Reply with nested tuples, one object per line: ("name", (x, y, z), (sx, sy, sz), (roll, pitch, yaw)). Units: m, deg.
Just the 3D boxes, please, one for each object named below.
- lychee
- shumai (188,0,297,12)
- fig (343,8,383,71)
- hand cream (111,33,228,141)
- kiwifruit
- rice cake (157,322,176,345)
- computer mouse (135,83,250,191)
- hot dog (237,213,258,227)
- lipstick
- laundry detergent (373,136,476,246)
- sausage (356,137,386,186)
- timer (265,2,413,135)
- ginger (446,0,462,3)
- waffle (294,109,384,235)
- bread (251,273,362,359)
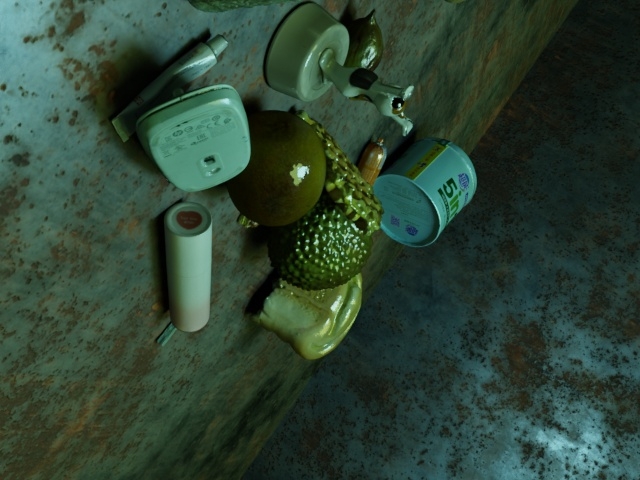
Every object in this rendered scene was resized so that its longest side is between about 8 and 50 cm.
("lychee", (0.000, -0.004, 1.563), (0.270, 0.269, 0.320), (-56, 180, 2))
("shumai", (-0.048, -0.453, 0.817), (0.309, 0.303, 0.264), (-30, 115, -52))
("fig", (0.083, -0.407, 1.313), (0.155, 0.103, 0.109), (113, -4, -56))
("hand cream", (-0.220, -0.230, 0.944), (0.216, 0.038, 0.052), (-45, 137, -15))
("kiwifruit", (-0.088, -0.130, 1.211), (0.196, 0.196, 0.234), (-45, 163, -31))
("rice cake", (-0.324, 0.186, 1.439), (0.121, 0.021, 0.022), (-52, 173, -14))
("computer mouse", (-0.191, -0.168, 0.978), (0.159, 0.097, 0.288), (-22, 164, -5))
("hot dog", (-0.112, -0.085, 1.445), (0.169, 0.061, 0.078), (-51, 163, -16))
("lipstick", (-0.261, 0.063, 1.267), (0.087, 0.087, 0.327), (-43, 159, -35))
("laundry detergent", (0.356, -0.180, 2.162), (0.305, 0.287, 0.287), (-43, 159, -34))
("sausage", (0.136, -0.200, 1.894), (0.071, 0.071, 0.234), (-30, 150, -55))
("timer", (0.054, -0.293, 1.160), (0.175, 0.266, 0.175), (-49, 162, -22))
("ginger", (0.290, -0.628, 1.283), (0.269, 0.223, 0.200), (-46, 157, -22))
("waffle", (0.042, -0.144, 1.382), (0.058, 0.301, 0.281), (-35, 174, 13))
("bread", (-0.020, 0.175, 1.865), (0.316, 0.270, 0.211), (-59, 178, -11))
